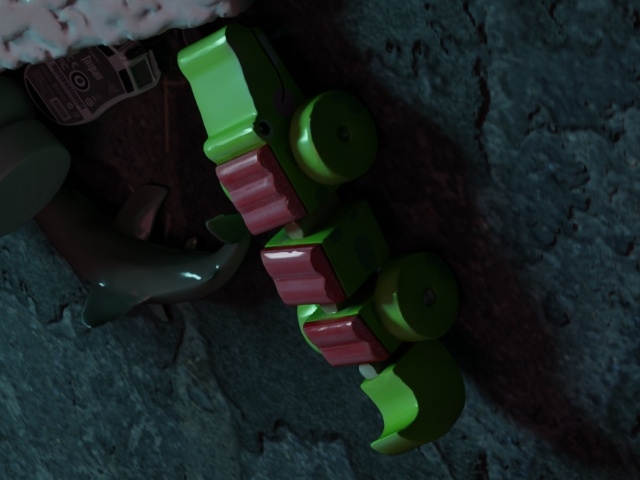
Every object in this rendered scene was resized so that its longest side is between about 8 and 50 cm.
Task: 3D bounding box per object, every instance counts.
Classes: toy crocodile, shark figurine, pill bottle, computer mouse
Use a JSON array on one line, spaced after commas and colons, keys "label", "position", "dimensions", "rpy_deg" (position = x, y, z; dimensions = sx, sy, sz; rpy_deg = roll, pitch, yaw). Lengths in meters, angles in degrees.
[{"label": "toy crocodile", "position": [0.000, 0.000, 1.199], "dimensions": [0.115, 0.105, 0.341], "rpy_deg": [-13, 112, 46]}, {"label": "shark figurine", "position": [-0.140, 0.027, 1.342], "dimensions": [0.278, 0.116, 0.166], "rpy_deg": [0, 123, 43]}, {"label": "pill bottle", "position": [-0.312, -0.111, 1.350], "dimensions": [0.221, 0.121, 0.121], "rpy_deg": [44, 141, 16]}, {"label": "computer mouse", "position": [-0.155, -0.144, 1.271], "dimensions": [0.193, 0.042, 0.106], "rpy_deg": [-16, 115, 41]}]

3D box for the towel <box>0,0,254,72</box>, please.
[{"label": "towel", "position": [-0.235, -0.272, 1.142], "dimensions": [0.331, 0.053, 0.317], "rpy_deg": [-9, 115, 20]}]
